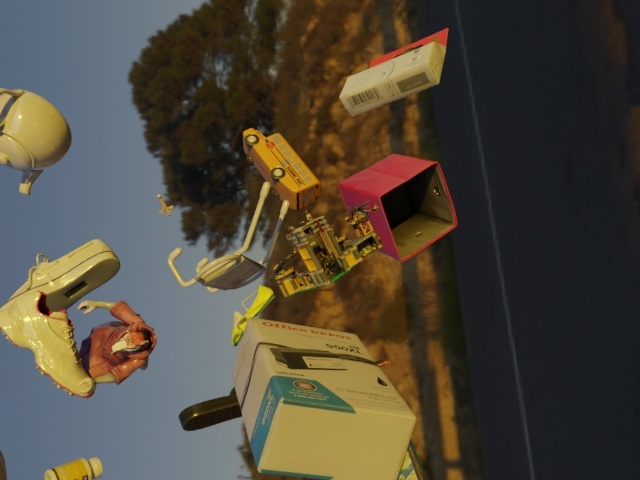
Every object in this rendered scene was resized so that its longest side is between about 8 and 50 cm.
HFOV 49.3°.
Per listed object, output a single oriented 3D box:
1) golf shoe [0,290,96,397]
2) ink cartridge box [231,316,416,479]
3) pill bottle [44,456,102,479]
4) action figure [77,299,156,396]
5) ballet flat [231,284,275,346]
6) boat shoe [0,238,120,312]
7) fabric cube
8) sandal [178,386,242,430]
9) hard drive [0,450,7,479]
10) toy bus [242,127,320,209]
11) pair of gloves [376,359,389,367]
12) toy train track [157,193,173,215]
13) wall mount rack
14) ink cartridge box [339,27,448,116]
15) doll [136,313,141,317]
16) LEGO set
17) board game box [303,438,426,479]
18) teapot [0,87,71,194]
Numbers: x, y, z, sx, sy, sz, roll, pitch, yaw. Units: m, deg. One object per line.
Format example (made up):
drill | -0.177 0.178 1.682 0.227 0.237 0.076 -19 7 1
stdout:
golf shoe | -0.653 0.256 1.727 0.306 0.140 0.115 47 171 -6
ink cartridge box | -0.013 0.328 1.484 0.395 0.286 0.166 -132 56 -68
pill bottle | -0.563 0.538 1.596 0.065 0.116 0.065 12 107 46
action figure | -0.499 0.290 1.782 0.370 0.276 0.247 -24 59 50
ballet flat | -0.248 0.249 2.364 0.231 0.077 0.077 -53 5 -13
boat shoe | -0.767 0.107 1.986 0.156 0.367 0.135 47 165 31
fabric cube | 0.261 -0.120 2.360 0.258 0.259 0.254 24 141 58
sandal | -0.236 0.485 2.219 0.107 0.446 0.167 65 148 30
hard drive | -0.712 0.531 1.419 0.236 0.064 0.339 74 168 -45
toy bus | -0.142 -0.257 2.396 0.332 0.130 0.108 52 159 28
pair of gloves | 0.199 0.442 2.476 0.083 0.074 0.010 171 82 -72
toy train track | -0.502 -0.112 2.240 0.014 0.048 0.083 -122 8 -56
wall mount rack | -0.199 0.011 1.710 0.130 0.304 0.350 58 -176 12
ink cartridge box | 0.247 -0.576 2.258 0.091 0.308 0.385 55 -146 -30
doll | -0.601 0.291 2.236 0.189 0.046 0.129 -127 17 -75
LEGO set | 0.000 0.000 1.932 0.255 0.331 0.192 -15 104 61
board game box | 0.109 0.618 1.846 0.086 0.308 0.301 52 -166 -42
teapot | -0.844 -0.287 1.957 0.256 0.253 0.187 44 -132 -22
